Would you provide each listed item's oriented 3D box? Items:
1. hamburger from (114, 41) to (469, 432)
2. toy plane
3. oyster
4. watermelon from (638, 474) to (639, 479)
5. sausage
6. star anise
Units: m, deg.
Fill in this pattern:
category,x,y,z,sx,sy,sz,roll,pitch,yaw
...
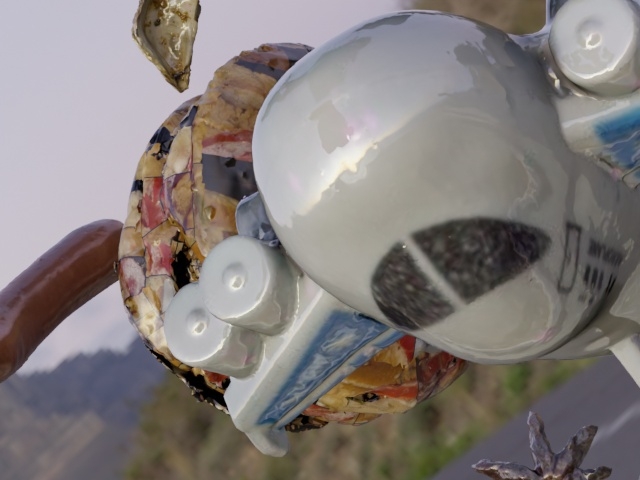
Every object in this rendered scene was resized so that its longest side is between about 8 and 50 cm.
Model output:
category,x,y,z,sx,sy,sz,roll,pitch,yaw
hamburger,0.000,0.000,1.024,0.231,0.231,0.107,-42,0,-37
toy plane,0.070,-0.003,0.670,0.266,0.123,0.267,-17,-31,-10
oyster,-0.117,-0.159,1.349,0.034,0.051,0.093,-142,61,-70
watermelon,0.351,0.197,1.277,0.213,0.201,0.261,-5,29,48
sausage,-0.158,0.036,1.031,0.047,0.040,0.177,5,27,23
star anise,0.182,0.204,1.444,0.141,0.141,0.042,-43,-19,-8
